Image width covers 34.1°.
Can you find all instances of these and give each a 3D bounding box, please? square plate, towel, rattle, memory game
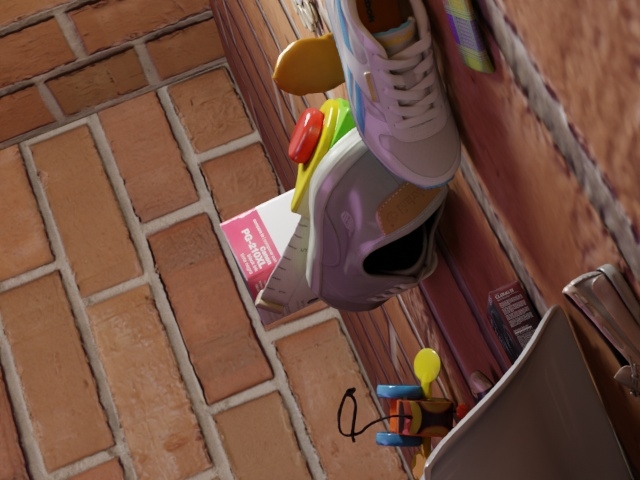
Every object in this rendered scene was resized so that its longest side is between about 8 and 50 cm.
[{"bbox_3d":[0.173,0.251,0.726,0.344,0.049,0.347,-27,-84,-62],"label":"square plate"},{"bbox_3d":[0.109,-0.169,0.794,0.060,0.009,0.083,-126,14,-68],"label":"towel"},{"bbox_3d":[0.015,-0.177,1.089,0.130,0.143,0.200,50,175,-19],"label":"rattle"},{"bbox_3d":[-0.041,-0.385,1.486,0.186,0.012,0.186,158,90,-85],"label":"memory game"}]

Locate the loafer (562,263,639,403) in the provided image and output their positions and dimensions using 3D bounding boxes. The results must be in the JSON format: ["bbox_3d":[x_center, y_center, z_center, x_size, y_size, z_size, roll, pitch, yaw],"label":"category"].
[{"bbox_3d":[0.202,0.076,0.686,0.045,0.039,0.125,80,167,-66],"label":"loafer"}]

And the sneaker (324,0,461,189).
[{"bbox_3d":[0.065,-0.151,0.924,0.092,0.087,0.228,-149,35,-79],"label":"sneaker"}]

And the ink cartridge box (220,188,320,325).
[{"bbox_3d":[0.000,0.000,1.436,0.100,0.237,0.172,62,173,25],"label":"ink cartridge box"}]

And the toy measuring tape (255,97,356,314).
[{"bbox_3d":[-0.003,-0.063,1.292,0.330,0.121,0.121,-64,32,28],"label":"toy measuring tape"}]

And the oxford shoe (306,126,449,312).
[{"bbox_3d":[0.075,0.012,1.227,0.130,0.169,0.449,43,167,16],"label":"oxford shoe"}]

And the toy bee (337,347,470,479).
[{"bbox_3d":[0.158,0.281,1.590,0.298,0.162,0.195,-34,-59,-64],"label":"toy bee"}]

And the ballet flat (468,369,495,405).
[{"bbox_3d":[0.214,0.238,1.245,0.057,0.049,0.173,133,115,-84],"label":"ballet flat"}]

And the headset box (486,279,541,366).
[{"bbox_3d":[0.184,0.082,0.972,0.062,0.032,0.083,77,168,-65],"label":"headset box"}]
